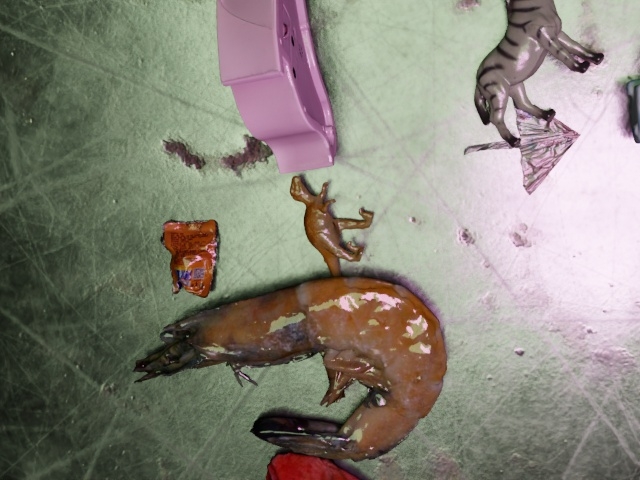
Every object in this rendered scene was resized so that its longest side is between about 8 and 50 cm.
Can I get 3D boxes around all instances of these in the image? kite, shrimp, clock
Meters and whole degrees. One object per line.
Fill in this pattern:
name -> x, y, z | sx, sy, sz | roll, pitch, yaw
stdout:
kite -> 0.268, -0.128, 1.383 | 0.156, 0.011, 0.139 | -6, 96, 9
shrimp -> -0.046, 0.187, 1.451 | 0.444, 0.085, 0.272 | -5, 105, 7
clock -> -0.055, -0.253, 1.335 | 0.080, 0.275, 0.290 | -9, 61, 12

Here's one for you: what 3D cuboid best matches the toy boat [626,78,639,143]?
toy boat -> 0.456, -0.094, 1.288 | 0.133, 0.145, 0.332 | -5, 92, 10

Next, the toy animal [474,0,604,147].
toy animal -> 0.260, -0.249, 1.334 | 0.176, 0.073, 0.217 | 43, 109, 15

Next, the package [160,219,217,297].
package -> -0.185, 0.025, 1.464 | 0.077, 0.033, 0.111 | 3, 95, 18

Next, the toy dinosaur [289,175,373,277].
toy dinosaur -> 0.000, 0.000, 1.432 | 0.126, 0.039, 0.162 | 19, 107, 4

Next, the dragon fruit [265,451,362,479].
dragon fruit -> 0.019, 0.487, 1.477 | 0.282, 0.100, 0.344 | 10, 101, 3
